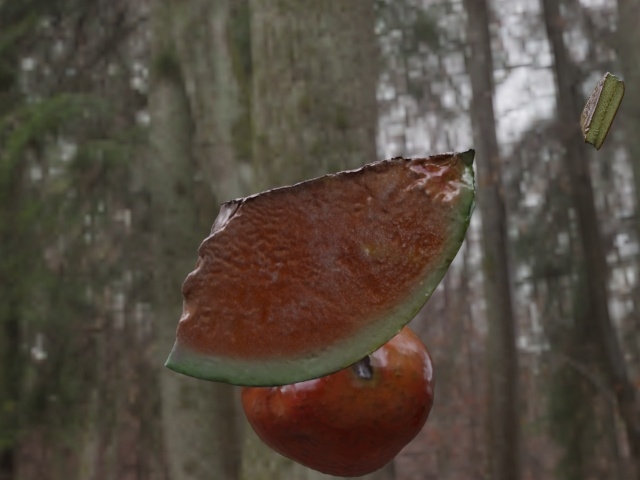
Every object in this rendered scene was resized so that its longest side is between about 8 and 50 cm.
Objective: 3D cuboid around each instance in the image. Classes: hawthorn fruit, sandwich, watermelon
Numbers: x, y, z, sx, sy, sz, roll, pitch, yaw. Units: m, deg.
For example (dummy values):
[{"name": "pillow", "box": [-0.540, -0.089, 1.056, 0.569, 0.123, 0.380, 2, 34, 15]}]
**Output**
[{"name": "hawthorn fruit", "box": [-0.029, 0.115, 1.301, 0.165, 0.165, 0.285, -21, -28, 40]}, {"name": "sandwich", "box": [0.306, -0.141, 1.662, 0.031, 0.083, 0.044, 24, -2, -8]}, {"name": "watermelon", "box": [0.006, 0.014, 1.039, 0.231, 0.128, 0.146, -14, 7, 6]}]
